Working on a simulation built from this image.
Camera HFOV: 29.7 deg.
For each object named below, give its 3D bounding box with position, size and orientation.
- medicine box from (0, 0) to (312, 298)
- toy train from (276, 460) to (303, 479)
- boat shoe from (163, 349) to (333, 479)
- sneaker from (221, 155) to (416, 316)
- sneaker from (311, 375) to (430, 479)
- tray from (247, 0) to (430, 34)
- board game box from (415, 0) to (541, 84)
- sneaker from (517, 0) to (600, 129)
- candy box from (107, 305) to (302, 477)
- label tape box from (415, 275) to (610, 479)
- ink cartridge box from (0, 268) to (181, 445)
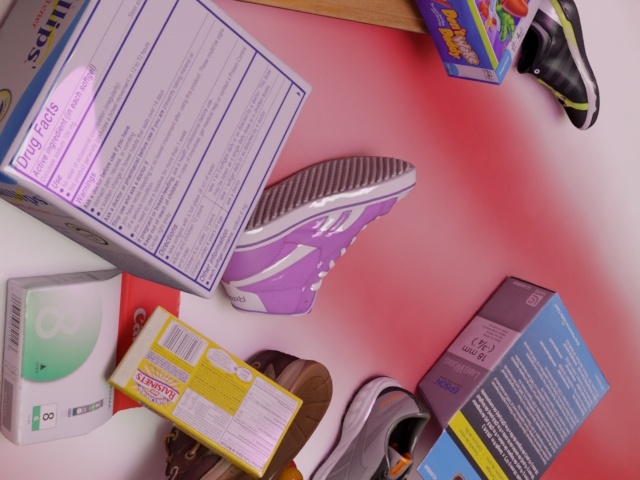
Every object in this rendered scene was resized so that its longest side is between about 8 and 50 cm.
[{"bbox_3d":[-0.193,-0.124,1.244,0.289,0.149,0.263,36,73,-39],"label":"medicine box"},{"bbox_3d":[-0.044,0.302,1.518,0.105,0.143,0.248,22,89,-42],"label":"toy train"},{"bbox_3d":[-0.128,0.267,1.455,0.342,0.123,0.123,-52,141,-23],"label":"boat shoe"},{"bbox_3d":[-0.001,0.000,1.499,0.282,0.102,0.161,-22,121,-21],"label":"sneaker"},{"bbox_3d":[0.061,0.322,1.638,0.100,0.108,0.271,24,90,-43],"label":"sneaker"},{"bbox_3d":[-0.004,-0.364,1.391,0.411,0.076,0.202,1,103,-40],"label":"tray"},{"bbox_3d":[0.228,-0.402,1.489,0.347,0.078,0.233,-62,147,-19],"label":"board game box"},{"bbox_3d":[0.323,-0.251,1.708,0.097,0.084,0.234,-26,121,-4],"label":"sneaker"},{"bbox_3d":[-0.130,0.174,1.380,0.206,0.027,0.105,35,66,-9],"label":"candy box"},{"bbox_3d":[0.259,0.255,1.778,0.333,0.106,0.240,-47,127,-17],"label":"label tape box"},{"bbox_3d":[-0.245,0.125,1.360,0.225,0.056,0.181,-4,106,-37],"label":"ink cartridge box"}]
